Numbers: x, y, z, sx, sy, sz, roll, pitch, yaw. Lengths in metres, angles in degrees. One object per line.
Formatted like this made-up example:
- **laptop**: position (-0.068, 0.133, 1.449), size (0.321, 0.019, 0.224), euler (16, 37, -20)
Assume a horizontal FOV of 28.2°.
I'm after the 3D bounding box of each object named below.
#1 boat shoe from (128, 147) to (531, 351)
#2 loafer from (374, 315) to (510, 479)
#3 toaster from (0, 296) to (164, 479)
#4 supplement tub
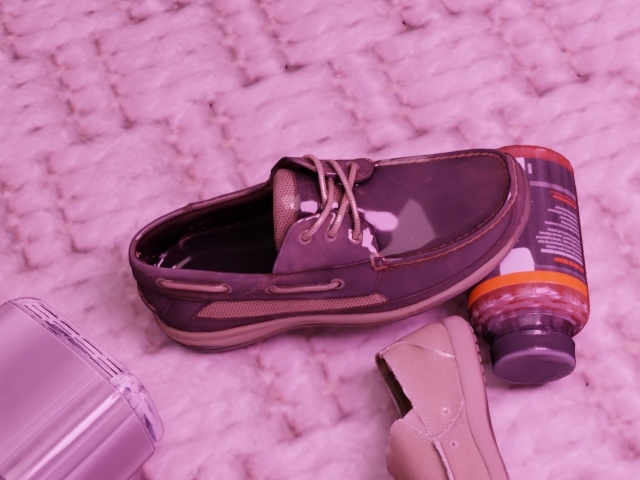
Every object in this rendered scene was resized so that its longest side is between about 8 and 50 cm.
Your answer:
- **boat shoe**: position (0.000, 0.000, 1.073), size (0.355, 0.130, 0.132), euler (-19, 56, 14)
- **loafer**: position (0.100, 0.186, 1.029), size (0.092, 0.102, 0.268), euler (-9, 50, 1)
- **toaster**: position (-0.233, 0.150, 1.046), size (0.227, 0.129, 0.146), euler (32, 64, 32)
- **supplement tub**: position (0.178, 0.022, 1.109), size (0.106, 0.106, 0.198), euler (-2, 59, 3)
